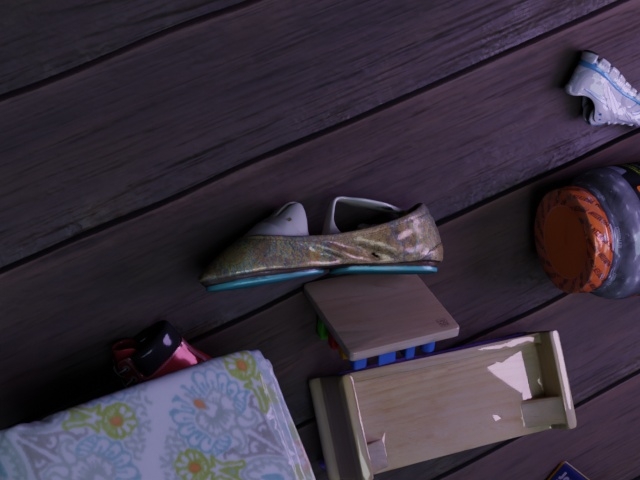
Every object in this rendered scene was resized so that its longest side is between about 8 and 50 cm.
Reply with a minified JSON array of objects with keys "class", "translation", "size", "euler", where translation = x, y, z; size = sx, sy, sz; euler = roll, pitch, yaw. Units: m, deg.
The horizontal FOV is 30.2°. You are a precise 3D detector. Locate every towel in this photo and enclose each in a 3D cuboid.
[{"class":"towel","translation":[-0.167,0.322,1.389],"size":[0.374,0.090,0.320],"euler":[-16,78,-33]}]

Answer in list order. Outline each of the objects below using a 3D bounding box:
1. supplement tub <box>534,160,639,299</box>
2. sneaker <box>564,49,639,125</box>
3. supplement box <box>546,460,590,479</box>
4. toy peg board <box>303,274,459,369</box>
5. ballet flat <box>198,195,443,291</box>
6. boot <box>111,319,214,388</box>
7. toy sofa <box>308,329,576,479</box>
[{"class":"supplement tub","translation":[0.485,-0.022,1.730],"size":[0.316,0.193,0.193],"euler":[-9,110,-21]},{"class":"sneaker","translation":[0.426,-0.192,1.725],"size":[0.191,0.071,0.083],"euler":[34,97,-21]},{"class":"supplement box","translation":[0.374,0.569,1.877],"size":[0.356,0.195,0.194],"euler":[-49,120,-3]},{"class":"toy peg board","translation":[0.079,0.119,1.620],"size":[0.161,0.160,0.079],"euler":[-12,127,-21]},{"class":"ballet flat","translation":[0.000,0.000,1.573],"size":[0.349,0.123,0.123],"euler":[-4,109,-23]},{"class":"boot","translation":[-0.241,0.229,1.548],"size":[0.176,0.088,0.244],"euler":[42,79,-29]},{"class":"toy sofa","translation":[0.168,0.234,1.717],"size":[0.363,0.177,0.150],"euler":[-10,86,-21]}]
